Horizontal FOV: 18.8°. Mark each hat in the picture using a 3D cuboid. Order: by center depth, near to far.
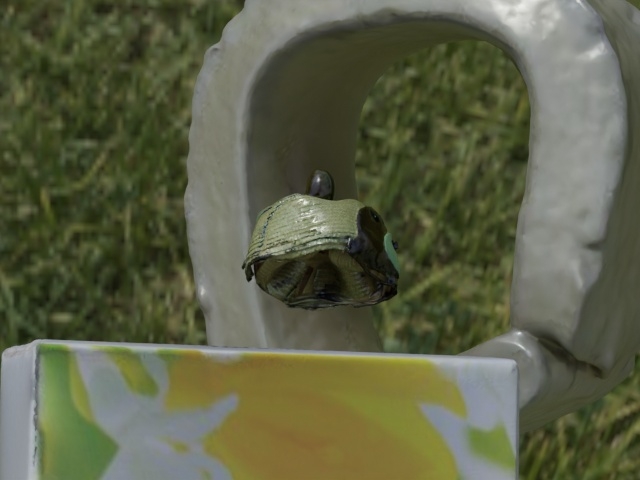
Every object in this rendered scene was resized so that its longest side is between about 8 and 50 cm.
[{"bbox_3d":[0.001,0.000,1.053,0.076,0.077,0.059,-15,61,23],"label":"hat"}]

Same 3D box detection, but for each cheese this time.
[{"bbox_3d":[0.072,-0.017,1.201,0.292,0.332,0.153,1,3,29],"label":"cheese"}]

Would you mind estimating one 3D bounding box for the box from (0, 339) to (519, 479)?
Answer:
[{"bbox_3d":[-0.030,0.170,0.762,0.194,0.111,0.260,2,83,-16],"label":"box"}]
